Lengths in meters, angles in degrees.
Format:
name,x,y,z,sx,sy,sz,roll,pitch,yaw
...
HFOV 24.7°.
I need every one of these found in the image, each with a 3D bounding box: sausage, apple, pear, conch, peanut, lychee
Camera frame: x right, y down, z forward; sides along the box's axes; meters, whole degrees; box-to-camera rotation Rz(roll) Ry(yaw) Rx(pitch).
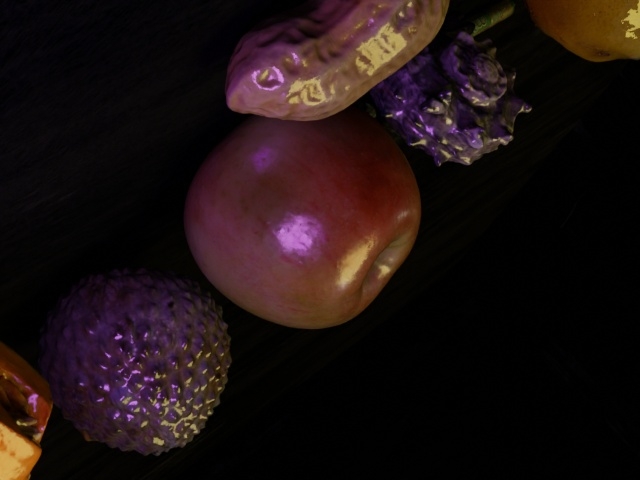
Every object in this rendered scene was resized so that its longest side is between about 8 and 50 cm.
name,x,y,z,sx,sy,sz,roll,pitch,yaw
sausage,0.237,-0.339,2.322,0.269,0.033,0.033,-33,165,-43
apple,-0.017,-0.033,1.925,0.319,0.277,0.319,-40,166,-12
pear,0.438,-0.426,2.113,0.285,0.285,0.336,-31,150,-48
conch,0.171,-0.219,1.988,0.313,0.240,0.186,-98,-157,-66
peanut,0.021,-0.233,1.681,0.325,0.140,0.153,-35,176,-31
lychee,-0.240,0.154,1.918,0.255,0.274,0.255,-20,156,-10

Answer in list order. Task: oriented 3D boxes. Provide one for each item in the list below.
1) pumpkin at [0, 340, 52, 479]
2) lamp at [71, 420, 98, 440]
name,x,y,z,sx,sy,sz,roll,pitch,yaw
pumpkin,-0.415,0.199,1.476,0.225,0.256,0.303,-48,-168,1
lamp,-0.300,0.223,2.231,0.161,0.161,0.185,-48,166,22
